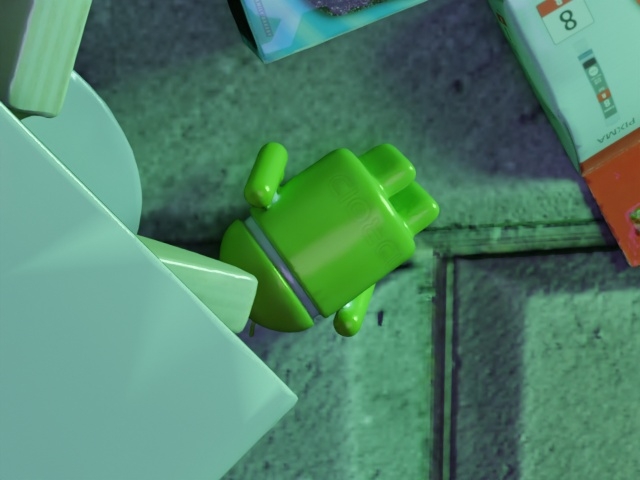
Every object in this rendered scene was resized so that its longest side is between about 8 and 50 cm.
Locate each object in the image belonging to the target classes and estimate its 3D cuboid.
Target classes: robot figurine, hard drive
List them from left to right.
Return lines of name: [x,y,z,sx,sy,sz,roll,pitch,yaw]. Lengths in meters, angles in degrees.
hard drive: [-0.187,0.106,0.679,0.319,0.040,0.210,-45,122,-3]
robot figurine: [0.000,0.000,0.904,0.115,0.067,0.101,-36,118,-1]

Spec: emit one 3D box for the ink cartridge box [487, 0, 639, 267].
ink cartridge box: [0.186,-0.089,0.936,0.145,0.045,0.179,-32,107,-2]

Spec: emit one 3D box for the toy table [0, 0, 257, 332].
toy table: [-0.174,-0.013,0.772,0.274,0.161,0.252,-1,104,-33]

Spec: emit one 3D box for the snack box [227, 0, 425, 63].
snack box: [0.002,-0.265,0.835,0.187,0.060,0.322,-22,109,-7]
